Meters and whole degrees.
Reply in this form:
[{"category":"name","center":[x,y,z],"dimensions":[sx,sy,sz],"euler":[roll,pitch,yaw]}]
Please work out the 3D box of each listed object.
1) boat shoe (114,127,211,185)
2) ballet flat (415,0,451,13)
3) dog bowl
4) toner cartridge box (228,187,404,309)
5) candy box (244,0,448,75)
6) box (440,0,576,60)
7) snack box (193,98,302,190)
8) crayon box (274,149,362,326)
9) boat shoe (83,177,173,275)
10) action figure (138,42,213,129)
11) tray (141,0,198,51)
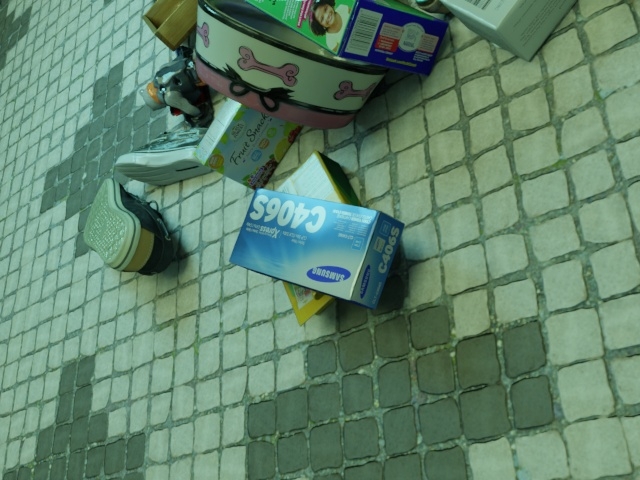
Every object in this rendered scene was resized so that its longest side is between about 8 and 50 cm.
[{"category":"boat shoe","center":[-0.400,-0.227,1.979],"dimensions":[0.335,0.121,0.119],"euler":[-2,63,32]},{"category":"ballet flat","center":[0.261,-0.605,1.491],"dimensions":[0.107,0.106,0.316],"euler":[20,99,52]},{"category":"dog bowl","center":[-0.072,-0.363,1.529],"dimensions":[0.408,0.408,0.150],"euler":[47,123,45]},{"category":"toner cartridge box","center":[-0.018,0.007,1.397],"dimensions":[0.348,0.075,0.165],"euler":[13,82,46]},{"category":"candy box","center":[0.048,-0.453,1.484],"dimensions":[0.317,0.268,0.122],"euler":[38,117,38]},{"category":"box","center":[0.347,-0.453,1.345],"dimensions":[0.182,0.119,0.181],"euler":[-53,44,11]},{"category":"snack box","center":[-0.159,-0.235,1.690],"dimensions":[0.207,0.174,0.070],"euler":[-56,43,8]},{"category":"crayon box","center":[0.000,0.000,1.498],"dimensions":[0.203,0.083,0.323],"euler":[-43,47,21]},{"category":"boat shoe","center":[-0.508,-0.032,1.956],"dimensions":[0.500,0.156,0.187],"euler":[34,102,58]},{"category":"action figure","center":[-0.352,-0.475,1.990],"dimensions":[0.330,0.178,0.341],"euler":[-36,53,14]},{"category":"tray","center":[-0.386,-0.646,2.065],"dimensions":[0.203,0.076,0.411],"euler":[-47,27,5]}]
